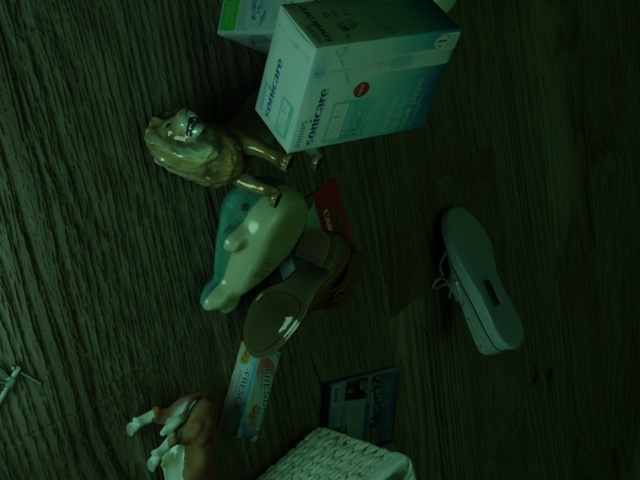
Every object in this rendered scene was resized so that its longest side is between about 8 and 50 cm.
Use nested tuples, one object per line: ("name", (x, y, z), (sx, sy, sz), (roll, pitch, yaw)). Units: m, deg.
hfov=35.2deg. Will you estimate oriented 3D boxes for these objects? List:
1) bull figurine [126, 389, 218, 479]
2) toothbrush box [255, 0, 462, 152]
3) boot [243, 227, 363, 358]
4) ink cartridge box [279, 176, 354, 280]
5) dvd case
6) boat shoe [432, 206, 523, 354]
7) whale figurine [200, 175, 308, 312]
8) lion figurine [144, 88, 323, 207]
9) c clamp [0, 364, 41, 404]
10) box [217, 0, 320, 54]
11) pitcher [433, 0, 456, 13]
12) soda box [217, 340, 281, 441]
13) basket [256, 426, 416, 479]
("bull figurine", (-0.249, 0.425, 1.825), (0.188, 0.101, 0.311), (-15, 109, -45))
("toothbrush box", (0.060, -0.288, 1.699), (0.295, 0.126, 0.216), (-12, 141, -31))
("boot", (-0.024, 0.111, 1.964), (0.284, 0.109, 0.220), (-64, 156, -1))
("ink cartridge box", (0.000, 0.000, 2.068), (0.224, 0.056, 0.181), (-38, 124, -36))
("dvd case", (0.088, 0.390, 2.268), (0.253, 0.022, 0.181), (-5, 102, -49))
("boat shoe", (0.354, 0.107, 2.441), (0.135, 0.156, 0.367), (-20, 83, -40))
("whale figurine", (-0.143, 0.003, 1.863), (0.272, 0.141, 0.216), (-57, 158, 7))
("lion figurine", (-0.125, -0.192, 1.811), (0.392, 0.240, 0.142), (-40, 152, -57))
("c clamp", (-0.513, 0.253, 1.547), (0.137, 0.022, 0.161), (51, 59, -41))
("box", (-0.009, -0.401, 1.840), (0.262, 0.231, 0.127), (12, 88, -50))
("pitcher", (0.222, -0.502, 2.188), (0.207, 0.125, 0.178), (-56, 156, -11))
("soda box", (-0.138, 0.291, 1.955), (0.058, 0.063, 0.183), (22, 80, -48))
("basket", (0.018, 0.604, 2.028), (0.328, 0.266, 0.331), (-33, 121, -35))
